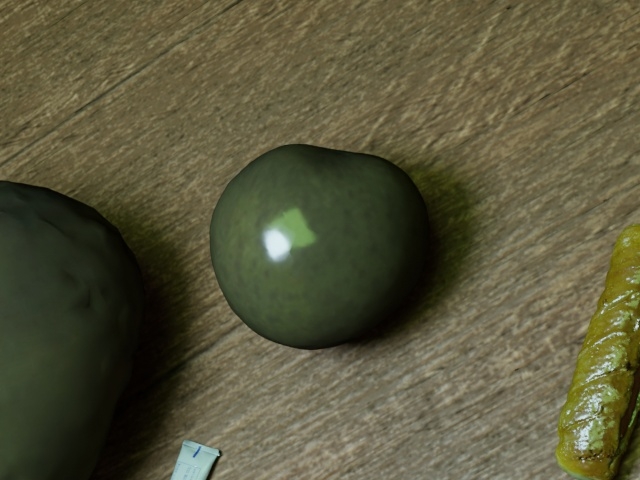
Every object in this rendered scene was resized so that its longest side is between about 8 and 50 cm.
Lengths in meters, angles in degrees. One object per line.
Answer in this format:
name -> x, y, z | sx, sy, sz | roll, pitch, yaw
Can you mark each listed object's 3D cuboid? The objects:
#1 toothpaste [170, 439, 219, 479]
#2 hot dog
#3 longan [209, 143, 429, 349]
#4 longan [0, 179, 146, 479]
toothpaste -> -0.178, 0.340, 1.921 | 0.052, 0.033, 0.218 | 14, 76, 29
hot dog -> 0.312, 0.115, 1.743 | 0.088, 0.061, 0.285 | 3, 71, 39
longan -> 0.000, 0.000, 1.848 | 0.248, 0.248, 0.248 | -9, 67, 24
longan -> -0.421, 0.132, 1.914 | 0.404, 0.404, 0.435 | 21, 89, 31
